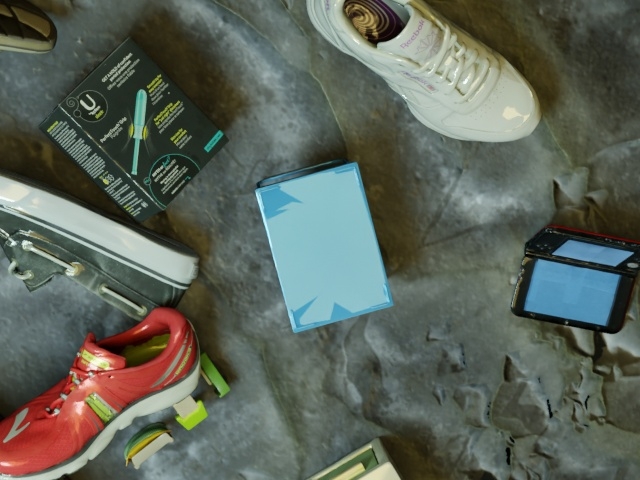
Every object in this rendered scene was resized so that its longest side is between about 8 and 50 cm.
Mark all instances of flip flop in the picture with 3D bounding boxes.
[{"bbox_3d":[-0.430,-0.217,1.660,0.277,0.112,0.080,-7,126,-7],"label":"flip flop"}]

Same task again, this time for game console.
[{"bbox_3d":[0.314,0.047,1.783,0.144,0.124,0.085,11,72,-8],"label":"game console"}]

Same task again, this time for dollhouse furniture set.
[{"bbox_3d":[-0.183,0.197,1.764,0.152,0.076,0.058,-37,104,-9],"label":"dollhouse furniture set"}]

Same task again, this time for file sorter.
[{"bbox_3d":[0.000,0.000,1.731,0.118,0.104,0.170,-15,101,-3],"label":"file sorter"}]

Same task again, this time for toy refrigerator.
[{"bbox_3d":[-0.021,0.347,1.791,0.269,0.102,0.094,-30,101,1],"label":"toy refrigerator"}]

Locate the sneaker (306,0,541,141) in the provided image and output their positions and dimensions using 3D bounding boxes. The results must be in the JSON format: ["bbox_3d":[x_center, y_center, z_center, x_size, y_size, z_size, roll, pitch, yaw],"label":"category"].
[{"bbox_3d":[0.119,-0.198,1.685,0.305,0.152,0.114,30,94,-11],"label":"sneaker"}]

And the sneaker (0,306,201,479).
[{"bbox_3d":[-0.259,0.160,1.662,0.279,0.107,0.118,-34,141,-26],"label":"sneaker"}]

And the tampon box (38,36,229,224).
[{"bbox_3d":[-0.209,-0.120,1.672,0.161,0.101,0.120,46,66,-10],"label":"tampon box"}]

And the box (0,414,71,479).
[{"bbox_3d":[-0.362,0.356,1.743,0.191,0.143,0.381,-43,99,2],"label":"box"}]

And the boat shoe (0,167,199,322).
[{"bbox_3d":[-0.304,0.006,1.693,0.335,0.121,0.119,24,92,-11],"label":"boat shoe"}]
